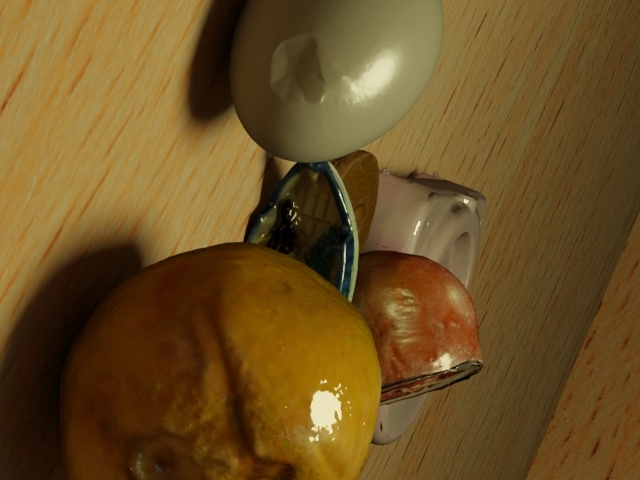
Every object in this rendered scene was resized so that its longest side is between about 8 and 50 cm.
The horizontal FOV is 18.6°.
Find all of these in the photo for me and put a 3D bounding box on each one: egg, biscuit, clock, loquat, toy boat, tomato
[{"bbox_3d":[0.010,-0.168,1.708,0.232,0.176,0.176,-53,155,-33],"label":"egg"},{"bbox_3d":[0.000,0.000,2.042,0.181,0.049,0.208,-16,124,-69],"label":"biscuit"},{"bbox_3d":[0.084,0.081,2.273,0.295,0.113,0.322,-2,111,-71],"label":"clock"},{"bbox_3d":[-0.086,0.125,1.596,0.284,0.276,0.276,-78,176,-58],"label":"loquat"},{"bbox_3d":[-0.032,0.043,1.887,0.115,0.114,0.262,9,98,-67],"label":"toy boat"},{"bbox_3d":[0.066,0.088,1.999,0.214,0.180,0.155,139,-60,-67],"label":"tomato"}]
